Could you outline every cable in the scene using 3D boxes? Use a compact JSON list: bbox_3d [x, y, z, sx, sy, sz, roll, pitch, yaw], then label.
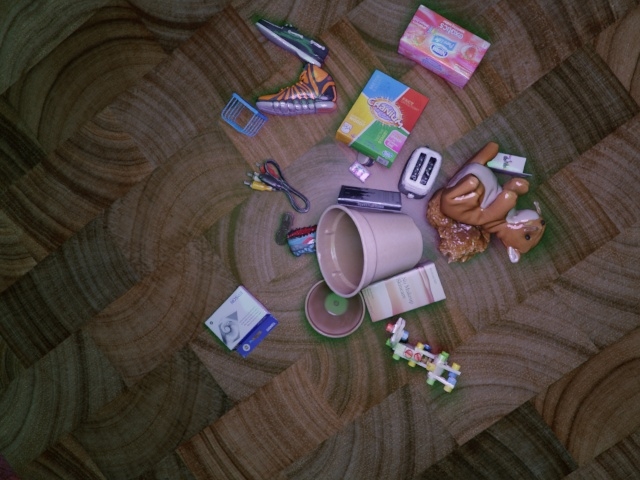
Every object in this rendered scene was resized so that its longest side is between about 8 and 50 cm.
[{"bbox_3d":[-0.158,-0.223,1.972,0.287,0.072,0.139,30,78,-9],"label":"cable"}]

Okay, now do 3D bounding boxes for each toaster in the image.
[{"bbox_3d":[0.388,-0.268,1.860,0.129,0.146,0.227,25,94,3],"label":"toaster"}]

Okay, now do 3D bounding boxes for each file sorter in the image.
[{"bbox_3d":[-0.299,-0.486,1.902,0.118,0.170,0.104,40,99,2],"label":"file sorter"}]

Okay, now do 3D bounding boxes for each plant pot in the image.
[{"bbox_3d":[0.194,0.020,1.792,0.305,0.334,0.334,-9,92,-29],"label":"plant pot"},{"bbox_3d":[0.060,0.259,1.933,0.237,0.110,0.237,0,92,5],"label":"plant pot"}]

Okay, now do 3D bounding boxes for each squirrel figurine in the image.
[{"bbox_3d":[0.604,-0.081,1.779,0.370,0.281,0.397,42,134,-5],"label":"squirrel figurine"}]

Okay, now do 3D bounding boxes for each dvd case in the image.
[{"bbox_3d":[0.191,-0.164,1.869,0.238,0.179,0.030,8,113,5],"label":"dvd case"}]

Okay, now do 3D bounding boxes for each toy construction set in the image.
[{"bbox_3d":[0.370,0.436,1.860,0.327,0.215,0.151,39,95,2],"label":"toy construction set"}]

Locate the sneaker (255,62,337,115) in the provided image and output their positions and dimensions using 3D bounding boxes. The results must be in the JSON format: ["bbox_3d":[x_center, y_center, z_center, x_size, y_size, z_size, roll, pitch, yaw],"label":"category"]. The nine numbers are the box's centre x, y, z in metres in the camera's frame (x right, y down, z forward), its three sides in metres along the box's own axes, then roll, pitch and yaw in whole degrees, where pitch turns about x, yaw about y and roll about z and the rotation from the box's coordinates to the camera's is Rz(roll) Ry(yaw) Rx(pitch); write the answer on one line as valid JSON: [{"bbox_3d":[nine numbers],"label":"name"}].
[{"bbox_3d":[-0.097,-0.596,1.914,0.321,0.124,0.180,-2,88,-5],"label":"sneaker"}]

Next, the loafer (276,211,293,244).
[{"bbox_3d":[-0.138,-0.049,1.969,0.056,0.050,0.148,24,110,7],"label":"loafer"}]

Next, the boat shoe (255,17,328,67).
[{"bbox_3d":[-0.110,-0.790,1.904,0.302,0.114,0.091,31,96,-9],"label":"boat shoe"}]

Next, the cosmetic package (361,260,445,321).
[{"bbox_3d":[0.319,0.198,1.897,0.296,0.129,0.153,-21,90,5],"label":"cosmetic package"}]

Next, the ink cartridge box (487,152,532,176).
[{"bbox_3d":[0.709,-0.290,1.851,0.181,0.104,0.062,13,94,4],"label":"ink cartridge box"}]

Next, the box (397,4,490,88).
[{"bbox_3d":[0.459,-0.728,1.834,0.300,0.142,0.154,32,96,3],"label":"box"}]

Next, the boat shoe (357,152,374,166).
[{"bbox_3d":[0.210,-0.391,1.924,0.075,0.065,0.206,17,85,48],"label":"boat shoe"}]

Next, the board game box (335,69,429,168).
[{"bbox_3d":[0.237,-0.466,1.853,0.242,0.064,0.316,29,74,3],"label":"board game box"}]

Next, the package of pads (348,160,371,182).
[{"bbox_3d":[0.158,-0.274,1.938,0.083,0.032,0.050,42,94,2],"label":"package of pads"}]

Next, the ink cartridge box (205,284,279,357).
[{"bbox_3d":[-0.325,0.340,2.003,0.224,0.045,0.223,43,95,2],"label":"ink cartridge box"}]

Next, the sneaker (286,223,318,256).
[{"bbox_3d":[0.000,0.000,1.948,0.261,0.104,0.125,-9,120,-1],"label":"sneaker"}]
